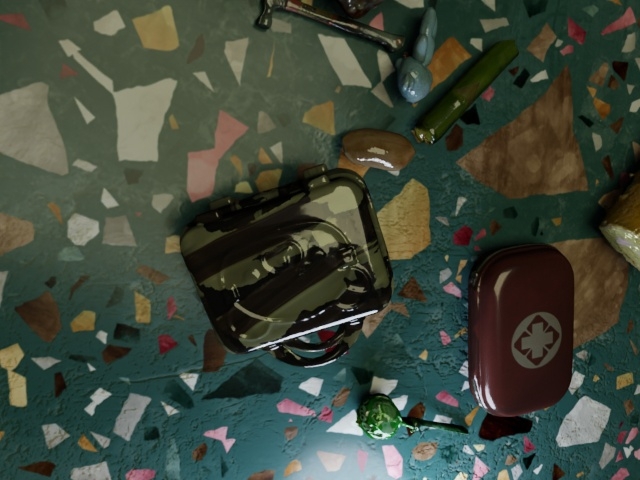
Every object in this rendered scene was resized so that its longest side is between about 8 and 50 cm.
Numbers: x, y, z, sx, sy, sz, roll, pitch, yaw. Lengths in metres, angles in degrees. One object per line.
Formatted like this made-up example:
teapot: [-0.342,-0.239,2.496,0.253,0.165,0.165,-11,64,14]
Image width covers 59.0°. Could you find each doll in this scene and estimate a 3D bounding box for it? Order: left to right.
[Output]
doll: [0.183,-0.359,1.099,0.075,0.120,0.180,5,90,21]

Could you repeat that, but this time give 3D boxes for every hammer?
hammer: [0.028,-0.411,1.061,0.287,0.033,0.111,13,97,-21]

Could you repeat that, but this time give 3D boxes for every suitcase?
suitcase: [-0.048,0.061,1.027,0.351,0.194,0.339,-18,106,4]

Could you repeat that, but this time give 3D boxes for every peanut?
peanut: [0.113,-0.180,1.112,0.152,0.076,0.076,7,98,-14]

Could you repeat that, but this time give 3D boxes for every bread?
bread: [0.835,-0.110,1.322,0.236,0.165,0.375,37,89,-19]

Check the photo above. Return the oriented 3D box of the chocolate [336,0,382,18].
chocolate: [0.101,-0.550,0.906,0.225,0.210,0.340,-59,136,-37]

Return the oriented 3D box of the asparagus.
asparagus: [0.297,-0.306,1.156,0.060,0.067,0.278,43,81,6]

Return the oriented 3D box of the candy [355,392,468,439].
candy: [0.219,0.411,1.267,0.323,0.097,0.097,18,94,-28]

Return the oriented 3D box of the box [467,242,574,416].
box: [0.455,0.206,1.283,0.263,0.108,0.404,-9,104,-17]
